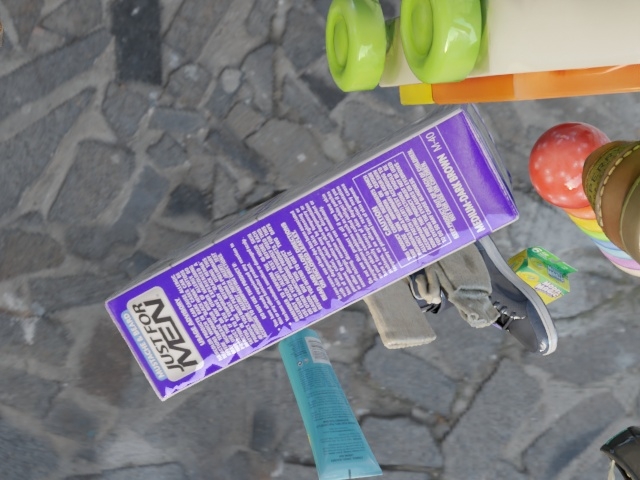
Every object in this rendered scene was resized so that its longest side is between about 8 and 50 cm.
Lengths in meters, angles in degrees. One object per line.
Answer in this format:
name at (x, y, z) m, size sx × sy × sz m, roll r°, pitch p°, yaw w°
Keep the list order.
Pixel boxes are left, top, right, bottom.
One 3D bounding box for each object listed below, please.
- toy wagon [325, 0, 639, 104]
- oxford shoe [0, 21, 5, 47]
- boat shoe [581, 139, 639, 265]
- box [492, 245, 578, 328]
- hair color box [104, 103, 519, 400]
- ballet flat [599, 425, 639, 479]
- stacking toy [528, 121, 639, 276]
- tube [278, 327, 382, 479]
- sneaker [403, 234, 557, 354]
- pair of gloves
toy wagon at (0.165, -0.108, 0.539) m, size 0.267 × 0.344 × 0.068 m, roll -7°, pitch 98°, yaw -16°
oxford shoe at (-0.373, -0.179, 0.953) m, size 0.076 × 0.076 × 0.212 m, roll 25°, pitch 44°, yaw 17°
boat shoe at (0.308, 0.010, 0.704) m, size 0.307 × 0.104 × 0.111 m, roll 28°, pitch 102°, yaw -22°
box at (0.331, 0.078, 1.778) m, size 0.105 × 0.179 × 0.043 m, roll 29°, pitch 43°, yaw -27°
hair color box at (0.000, 0.000, 0.938) m, size 0.338 × 0.185 × 0.110 m, roll -26°, pitch 96°, yaw 13°
ballet flat at (0.448, 0.395, 1.453) m, size 0.096 × 0.095 × 0.280 m, roll -15°, pitch 78°, yaw -1°
stacking toy at (0.329, -0.053, 1.189) m, size 0.330 × 0.141 × 0.141 m, roll 21°, pitch 70°, yaw -55°
tube at (0.004, 0.199, 1.288) m, size 0.080 × 0.052 × 0.207 m, roll -5°, pitch 46°, yaw -21°
sneaker at (0.202, 0.090, 1.455) m, size 0.163 × 0.086 × 0.226 m, roll -26°, pitch 65°, yaw -25°
pair of gloves at (0.099, 0.028, 1.239) m, size 0.240 × 0.042 × 0.204 m, roll -11°, pitch 61°, yaw -47°
